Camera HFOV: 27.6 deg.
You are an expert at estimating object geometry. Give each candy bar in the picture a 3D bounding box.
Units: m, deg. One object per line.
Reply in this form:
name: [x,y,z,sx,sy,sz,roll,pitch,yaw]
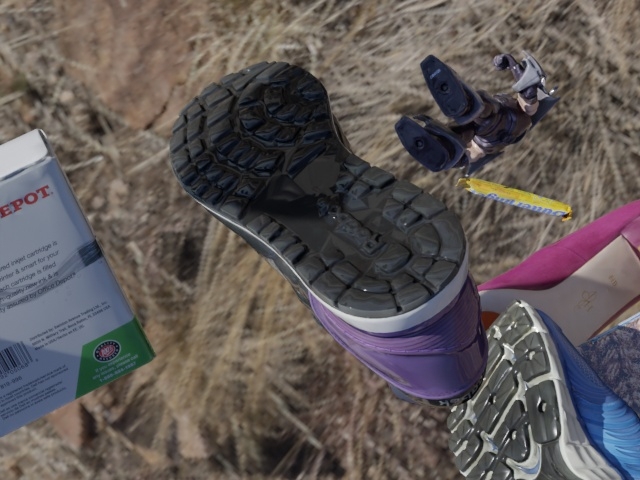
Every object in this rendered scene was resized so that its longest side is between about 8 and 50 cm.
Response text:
candy bar: [0.259,-0.057,1.732,0.161,0.040,0.018,17,78,5]

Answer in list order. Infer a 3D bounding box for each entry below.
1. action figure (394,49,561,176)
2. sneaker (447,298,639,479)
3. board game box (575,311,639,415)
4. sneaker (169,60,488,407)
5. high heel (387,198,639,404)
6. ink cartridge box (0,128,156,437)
action figure: [0.191,-0.153,1.591,0.099,0.285,0.185,44,111,18]
sneaker: [0.207,0.180,0.979,0.147,0.330,0.130,16,124,-32]
board game box: [0.350,0.140,1.222,0.232,0.291,0.141,-27,73,-5]
sneaker: [0.000,0.000,0.784,0.107,0.283,0.124,-32,132,-7]
high heel: [0.241,0.070,1.426,0.377,0.181,0.127,-22,98,0]
ink cartridge box: [-0.250,0.034,1.078,0.153,0.087,0.208,-26,118,-9]
